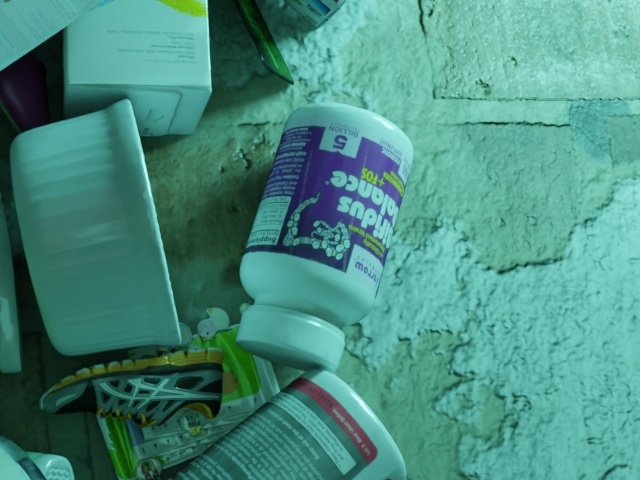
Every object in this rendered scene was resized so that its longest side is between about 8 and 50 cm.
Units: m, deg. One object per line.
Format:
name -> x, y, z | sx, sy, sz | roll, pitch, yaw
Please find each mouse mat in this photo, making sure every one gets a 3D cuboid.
mouse mat -> -0.089, -0.290, 1.281 | 0.007, 0.152, 0.189 | -28, 85, 11

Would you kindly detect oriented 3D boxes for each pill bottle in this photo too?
pill bottle -> -0.074, 0.302, 1.121 | 0.319, 0.176, 0.176 | -36, 89, -21
pill bottle -> 0.000, 0.000, 1.218 | 0.169, 0.169, 0.301 | 19, 73, -11

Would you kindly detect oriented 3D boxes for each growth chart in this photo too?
growth chart -> -0.160, 0.185, 1.208 | 0.237, 0.021, 0.172 | -24, 84, -20

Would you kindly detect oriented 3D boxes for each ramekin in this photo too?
ramekin -> -0.246, -0.006, 1.101 | 0.135, 0.277, 0.277 | -13, 81, -10

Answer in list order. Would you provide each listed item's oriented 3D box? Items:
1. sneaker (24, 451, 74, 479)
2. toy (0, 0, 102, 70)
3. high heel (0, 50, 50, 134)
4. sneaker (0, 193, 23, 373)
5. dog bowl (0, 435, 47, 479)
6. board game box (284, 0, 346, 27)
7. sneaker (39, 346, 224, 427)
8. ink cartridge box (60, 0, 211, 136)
sneaker -> -0.342, 0.347, 1.098 | 0.151, 0.094, 0.255 | 4, 98, 24
toy -> -0.370, -0.248, 1.078 | 0.237, 0.056, 0.137 | -39, 104, -15
high heel -> -0.346, -0.302, 1.209 | 0.181, 0.127, 0.377 | -21, 80, -9
sneaker -> -0.433, 0.024, 1.127 | 0.169, 0.108, 0.292 | -10, 70, -20
dog bowl -> -0.333, 0.385, 0.880 | 0.150, 0.408, 0.407 | -4, 77, -39
board game box -> -0.094, -0.390, 1.258 | 0.305, 0.193, 0.053 | 38, 90, -10
sneaker -> -0.209, 0.176, 1.143 | 0.215, 0.084, 0.083 | -7, 82, -18
ink cartridge box -> -0.228, -0.260, 1.214 | 0.168, 0.171, 0.232 | -1, 77, -14
